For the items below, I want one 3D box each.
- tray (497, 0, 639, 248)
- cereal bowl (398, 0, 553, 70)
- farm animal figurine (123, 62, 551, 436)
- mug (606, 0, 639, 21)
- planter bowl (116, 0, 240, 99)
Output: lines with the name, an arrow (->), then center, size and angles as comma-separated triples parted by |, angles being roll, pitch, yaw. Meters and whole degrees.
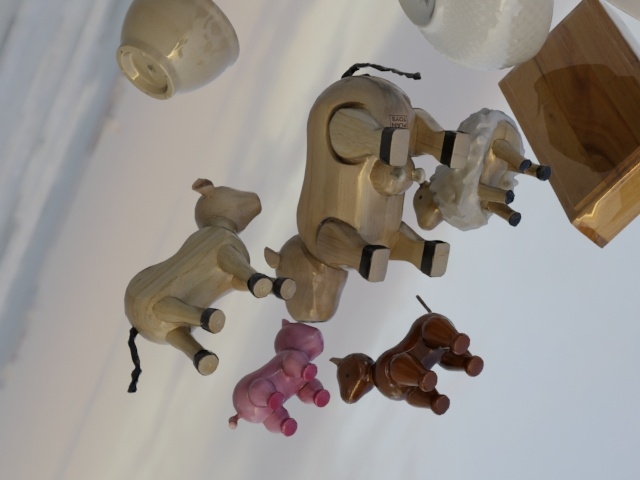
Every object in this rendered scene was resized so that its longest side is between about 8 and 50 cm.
tray -> 0.391, -0.182, 2.511 | 0.203, 0.076, 0.411 | -45, -150, 17
cereal bowl -> 0.191, -0.398, 2.527 | 0.339, 0.141, 0.339 | 164, -90, -72
farm animal figurine -> 0.000, 0.000, 1.496 | 0.172, 0.330, 0.327 | 26, -85, 47
mug -> 0.538, -0.362, 2.115 | 0.276, 0.374, 0.328 | 13, 111, -57
planter bowl -> -0.203, -0.256, 2.356 | 0.109, 0.162, 0.162 | -53, 180, -27
